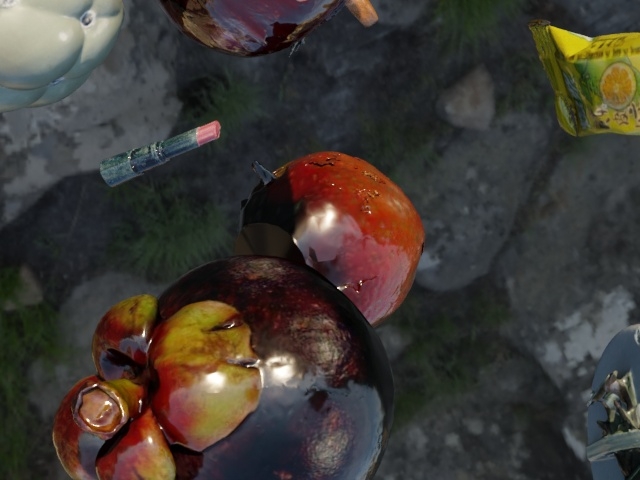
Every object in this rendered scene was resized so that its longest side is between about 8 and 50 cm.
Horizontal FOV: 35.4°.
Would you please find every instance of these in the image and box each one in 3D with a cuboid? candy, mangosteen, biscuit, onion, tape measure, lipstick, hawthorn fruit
[{"bbox_3d":[0.405,-0.219,1.348,0.081,0.297,0.187,-27,109,-24],"label":"candy"},{"bbox_3d":[-0.120,0.210,1.246,0.435,0.382,0.382,-15,148,-39],"label":"mangosteen"},{"bbox_3d":[-0.004,-0.493,1.748,0.043,0.306,0.284,-43,103,10],"label":"biscuit"},{"bbox_3d":[-0.069,-0.334,0.945,0.232,0.313,0.314,14,133,-40],"label":"onion"},{"bbox_3d":[0.280,0.158,0.805,0.107,0.181,0.182,3,134,-9],"label":"tape measure"},{"bbox_3d":[-0.277,-0.159,1.760,0.234,0.053,0.053,-21,144,19],"label":"lipstick"},{"bbox_3d":[0.010,0.014,1.529,0.316,0.315,0.316,-11,143,-9],"label":"hawthorn fruit"}]

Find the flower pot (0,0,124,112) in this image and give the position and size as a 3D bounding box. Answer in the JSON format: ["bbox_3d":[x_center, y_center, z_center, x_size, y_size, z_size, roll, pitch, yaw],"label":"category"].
[{"bbox_3d":[-0.307,-0.246,0.966,0.195,0.246,0.246,-26,143,-4],"label":"flower pot"}]
